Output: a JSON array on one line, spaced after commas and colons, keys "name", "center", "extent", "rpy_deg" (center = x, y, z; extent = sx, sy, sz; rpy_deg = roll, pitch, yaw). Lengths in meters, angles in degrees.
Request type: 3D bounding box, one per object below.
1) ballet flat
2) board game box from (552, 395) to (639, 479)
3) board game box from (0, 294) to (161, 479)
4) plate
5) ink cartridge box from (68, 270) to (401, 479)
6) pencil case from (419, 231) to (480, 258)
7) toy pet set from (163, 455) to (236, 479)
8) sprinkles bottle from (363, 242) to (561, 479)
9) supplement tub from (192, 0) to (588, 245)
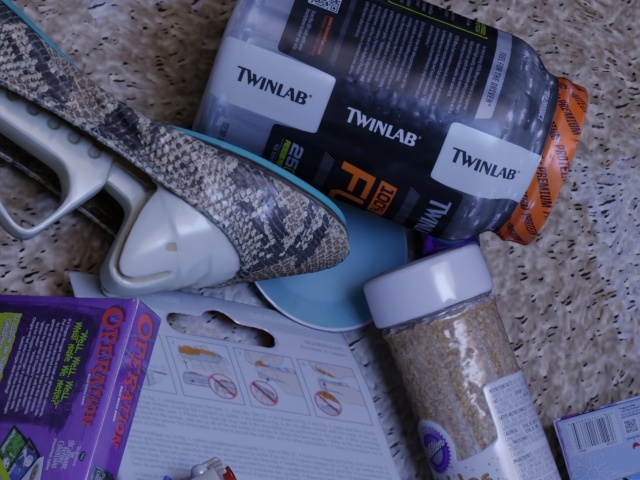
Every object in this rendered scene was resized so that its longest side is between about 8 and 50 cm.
[{"name": "ballet flat", "center": [-0.207, -0.058, 1.667], "extent": [0.483, 0.164, 0.182], "rpy_deg": [33, 55, -10]}, {"name": "board game box", "center": [0.421, 0.286, 1.826], "extent": [0.066, 0.318, 0.318], "rpy_deg": [5, 69, -64]}, {"name": "board game box", "center": [-0.269, 0.208, 1.537], "extent": [0.056, 0.208, 0.347], "rpy_deg": [44, 54, -49]}, {"name": "plate", "center": [0.000, 0.000, 1.843], "extent": [0.188, 0.024, 0.188], "rpy_deg": [8, 71, -26]}, {"name": "ink cartridge box", "center": [-0.072, 0.214, 1.653], "extent": [0.308, 0.091, 0.385], "rpy_deg": [13, 39, -33]}, {"name": "pencil case", "center": [0.116, -0.053, 1.898], "extent": [0.070, 0.064, 0.152], "rpy_deg": [-3, 75, -45]}, {"name": "toy pet set", "center": [-0.087, 0.234, 1.496], "extent": [0.065, 0.114, 0.122], "rpy_deg": [-31, 64, 0]}, {"name": "sprinkles bottle", "center": [0.154, 0.185, 1.797], "extent": [0.121, 0.121, 0.355], "rpy_deg": [-19, 89, -31]}, {"name": "supplement tub", "center": [0.066, -0.128, 1.767], "extent": [0.338, 0.207, 0.207], "rpy_deg": [20, 65, -2]}]
